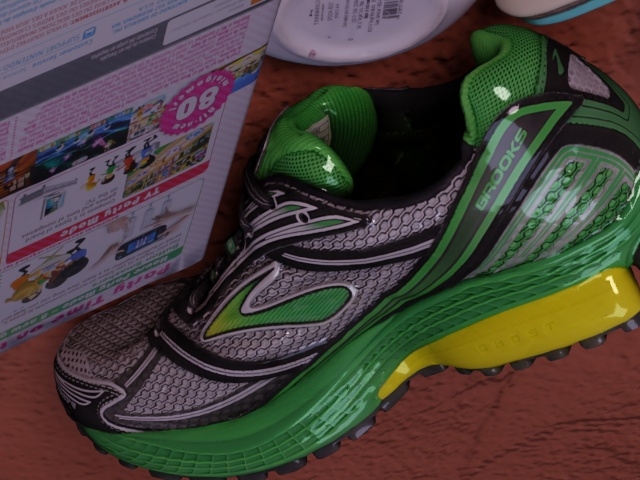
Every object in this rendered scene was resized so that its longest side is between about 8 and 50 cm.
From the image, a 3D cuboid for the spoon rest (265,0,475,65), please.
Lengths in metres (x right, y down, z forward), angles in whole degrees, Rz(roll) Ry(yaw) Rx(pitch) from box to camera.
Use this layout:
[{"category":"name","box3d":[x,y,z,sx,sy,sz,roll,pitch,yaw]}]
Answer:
[{"category":"spoon rest","box3d":[0.018,-0.154,0.697,0.137,0.084,0.276,-4,155,-9]}]

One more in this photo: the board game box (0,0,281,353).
[{"category":"board game box","box3d":[-0.128,-0.061,0.644,0.224,0.097,0.303,-27,157,-29]}]

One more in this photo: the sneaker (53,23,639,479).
[{"category":"sneaker","box3d":[0.000,0.000,0.845,0.343,0.134,0.146,-27,119,31]}]

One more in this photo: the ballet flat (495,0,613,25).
[{"category":"ballet flat","box3d":[0.169,-0.170,0.715,0.248,0.086,0.086,-25,141,13]}]
